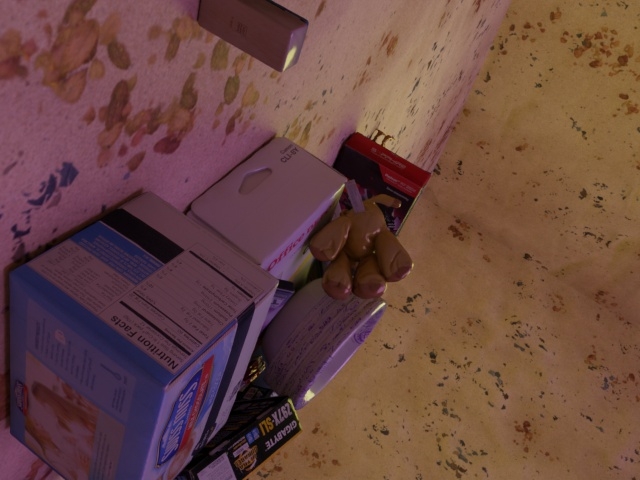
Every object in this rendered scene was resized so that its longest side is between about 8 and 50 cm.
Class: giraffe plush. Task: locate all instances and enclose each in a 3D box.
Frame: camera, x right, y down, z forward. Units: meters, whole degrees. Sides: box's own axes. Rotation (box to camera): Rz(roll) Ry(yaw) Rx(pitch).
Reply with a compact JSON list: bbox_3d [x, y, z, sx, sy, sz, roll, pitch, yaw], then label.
[{"bbox_3d":[0.066,0.003,1.148,0.170,0.181,0.210,126,-39,-86],"label":"giraffe plush"}]

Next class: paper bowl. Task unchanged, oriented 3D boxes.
[{"bbox_3d":[-0.006,0.189,1.243,0.284,0.148,0.284,-45,164,-17],"label":"paper bowl"}]

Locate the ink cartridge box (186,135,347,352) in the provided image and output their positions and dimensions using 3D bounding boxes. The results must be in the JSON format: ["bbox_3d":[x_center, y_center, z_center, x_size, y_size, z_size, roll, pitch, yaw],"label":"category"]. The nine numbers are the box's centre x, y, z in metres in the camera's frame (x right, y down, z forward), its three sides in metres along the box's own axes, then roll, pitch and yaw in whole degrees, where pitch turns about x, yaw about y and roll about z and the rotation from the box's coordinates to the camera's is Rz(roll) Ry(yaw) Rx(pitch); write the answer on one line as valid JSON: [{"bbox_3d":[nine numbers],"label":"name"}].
[{"bbox_3d":[-0.124,0.038,1.168,0.279,0.160,0.385,-47,165,-39],"label":"ink cartridge box"}]

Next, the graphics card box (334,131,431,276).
[{"bbox_3d":[0.113,-0.076,1.666,0.094,0.232,0.371,-49,168,-51],"label":"graphics card box"}]

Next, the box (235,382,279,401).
[{"bbox_3d":[-0.245,0.457,1.613,0.295,0.073,0.293,-7,-144,48],"label":"box"}]

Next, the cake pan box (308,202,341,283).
[{"bbox_3d":[0.000,0.000,1.406,0.070,0.267,0.246,-5,148,-14],"label":"cake pan box"}]

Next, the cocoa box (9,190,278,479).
[{"bbox_3d":[-0.245,0.162,0.817,0.228,0.231,0.347,-44,162,-49],"label":"cocoa box"}]

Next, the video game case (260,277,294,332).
[{"bbox_3d":[-0.190,0.131,1.012,0.274,0.196,0.026,-52,-146,41],"label":"video game case"}]

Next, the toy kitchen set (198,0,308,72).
[{"bbox_3d":[-0.025,-0.328,0.685,0.166,0.122,0.207,-45,164,-45],"label":"toy kitchen set"}]

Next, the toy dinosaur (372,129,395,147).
[{"bbox_3d":[0.158,-0.263,1.775,0.112,0.064,0.211,-57,168,6],"label":"toy dinosaur"}]

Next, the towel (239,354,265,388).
[{"bbox_3d":[-0.269,0.321,1.231,0.237,0.037,0.329,-18,-177,19],"label":"towel"}]

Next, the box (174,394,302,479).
[{"bbox_3d":[-0.231,0.376,1.092,0.322,0.079,0.257,-18,-175,36],"label":"box"}]

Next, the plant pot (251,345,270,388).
[{"bbox_3d":[-0.099,0.191,1.525,0.290,0.290,0.195,-48,128,-37],"label":"plant pot"}]
